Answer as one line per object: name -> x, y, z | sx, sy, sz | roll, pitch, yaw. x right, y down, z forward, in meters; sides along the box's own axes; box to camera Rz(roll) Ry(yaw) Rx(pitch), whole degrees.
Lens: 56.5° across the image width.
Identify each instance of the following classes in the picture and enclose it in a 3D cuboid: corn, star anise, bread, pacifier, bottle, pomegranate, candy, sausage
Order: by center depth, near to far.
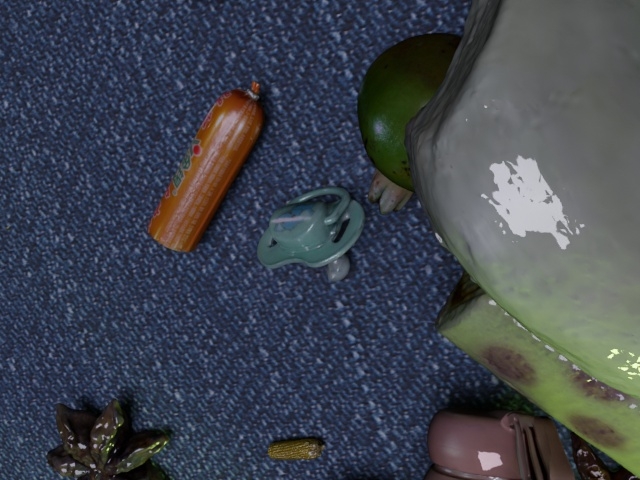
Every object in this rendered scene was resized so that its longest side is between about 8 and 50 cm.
candy -> 0.275, -0.061, 0.483 | 0.427, 0.386, 0.186 | 44, 151, -11
bread -> 0.301, 0.116, 0.607 | 0.338, 0.155, 0.187 | 35, 66, 6
pomegranate -> 0.116, -0.110, 0.635 | 0.180, 0.180, 0.210 | 32, 127, 8
bottle -> 0.194, 0.334, 0.648 | 0.173, 0.206, 0.297 | 7, 79, -12
star anise -> 0.333, 0.311, 0.659 | 0.158, 0.144, 0.141 | 32, 99, 9
pacifier -> 0.000, 0.000, 0.728 | 0.150, 0.127, 0.117 | -11, 135, 34
sausage -> -0.137, -0.097, 0.750 | 0.071, 0.071, 0.234 | 35, 107, 7
corn -> -0.032, 0.286, 0.814 | 0.083, 0.028, 0.027 | -10, 76, 18
star anise -> -0.312, 0.319, 0.878 | 0.212, 0.073, 0.197 | 18, 107, 10
